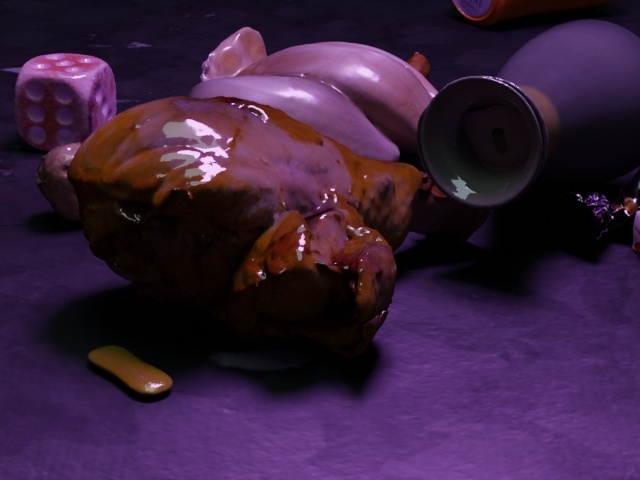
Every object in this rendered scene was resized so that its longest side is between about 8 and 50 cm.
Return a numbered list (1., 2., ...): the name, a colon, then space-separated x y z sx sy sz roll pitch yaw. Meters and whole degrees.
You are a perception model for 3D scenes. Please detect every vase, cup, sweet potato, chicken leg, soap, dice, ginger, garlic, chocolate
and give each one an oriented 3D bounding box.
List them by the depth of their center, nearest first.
1. soap: -0.149 0.100 1.132 0.034 0.012 0.089 -18 30 -39
2. chicken leg: 0.000 0.000 1.245 0.409 0.182 0.295 3 27 -39
3. chocolate: 0.292 -0.033 1.403 0.147 0.072 0.070 -17 38 -26
4. vase: 0.216 -0.116 1.406 0.173 0.173 0.321 13 18 25
5. ginger: -0.176 -0.062 1.428 0.204 0.080 0.104 -8 18 -18
6. garlic: -0.018 -0.144 1.578 0.325 0.132 0.279 15 34 41
7. dice: -0.283 -0.154 1.621 0.094 0.093 0.091 6 23 12
8. sweet potato: 0.122 -0.216 1.868 0.034 0.034 0.095 6 34 12
9. cup: 0.315 -0.412 2.204 0.264 0.182 0.226 -21 -2 -30

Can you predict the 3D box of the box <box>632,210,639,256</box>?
1. box: 0.407 -0.003 1.368 0.218 0.039 0.055 -1 22 -7
